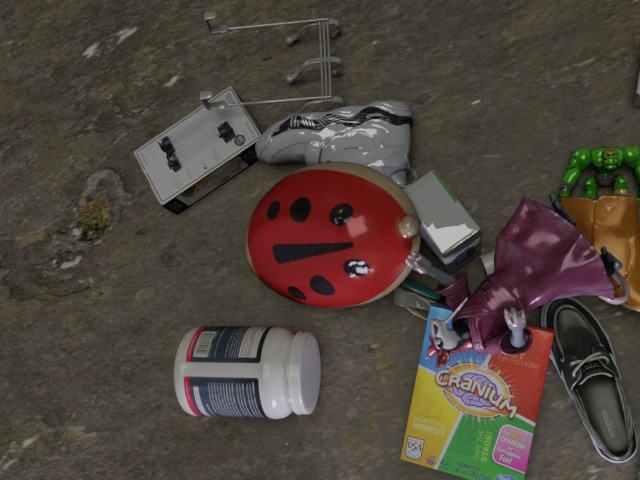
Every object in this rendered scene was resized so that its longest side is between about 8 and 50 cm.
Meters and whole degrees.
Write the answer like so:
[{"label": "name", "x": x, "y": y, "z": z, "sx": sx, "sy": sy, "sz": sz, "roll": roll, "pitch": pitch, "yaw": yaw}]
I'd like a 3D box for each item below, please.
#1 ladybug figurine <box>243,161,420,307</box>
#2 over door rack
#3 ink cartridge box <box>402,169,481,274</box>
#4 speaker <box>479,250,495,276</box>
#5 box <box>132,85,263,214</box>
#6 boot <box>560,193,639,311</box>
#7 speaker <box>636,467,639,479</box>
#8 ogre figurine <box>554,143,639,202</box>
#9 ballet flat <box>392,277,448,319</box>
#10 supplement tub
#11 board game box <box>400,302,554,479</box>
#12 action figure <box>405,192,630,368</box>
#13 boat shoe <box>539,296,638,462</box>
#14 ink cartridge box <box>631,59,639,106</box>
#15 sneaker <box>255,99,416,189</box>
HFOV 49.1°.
[{"label": "ladybug figurine", "x": 0.000, "y": 0.000, "z": 1.418, "sx": 0.449, "sy": 0.162, "sz": 0.305, "roll": -13, "pitch": 96, "yaw": 44}, {"label": "over door rack", "x": -0.112, "y": -0.404, "z": 1.637, "sx": 0.324, "sy": 0.108, "sz": 0.239, "roll": 0, "pitch": 68, "yaw": -6}, {"label": "ink cartridge box", "x": 0.247, "y": -0.031, "z": 1.429, "sx": 0.093, "sy": 0.212, "sz": 0.154, "roll": -35, "pitch": 70, "yaw": 1}, {"label": "speaker", "x": 0.402, "y": 0.035, "z": 1.455, "sx": 0.136, "sy": 0.055, "sz": 0.055, "roll": -21, "pitch": 73, "yaw": 10}, {"label": "box", "x": -0.281, "y": -0.213, "z": 1.677, "sx": 0.290, "sy": 0.087, "sz": 0.169, "roll": -34, "pitch": 71, "yaw": 5}, {"label": "boot", "x": 0.598, "y": 0.019, "z": 1.352, "sx": 0.295, "sy": 0.104, "sz": 0.211, "roll": 11, "pitch": 104, "yaw": 24}, {"label": "speaker", "x": 0.695, "y": 0.350, "z": 1.268, "sx": 0.131, "sy": 0.131, "sz": 0.296, "roll": 31, "pitch": 87, "yaw": 19}, {"label": "ogre figurine", "x": 0.581, "y": -0.135, "z": 1.432, "sx": 0.197, "sy": 0.097, "sz": 0.118, "roll": -1, "pitch": 95, "yaw": 30}, {"label": "ballet flat", "x": 0.252, "y": 0.142, "z": 1.473, "sx": 0.213, "sy": 0.072, "sz": 0.068, "roll": 20, "pitch": 110, "yaw": 19}, {"label": "supplement tub", "x": -0.151, "y": 0.275, "z": 1.473, "sx": 0.272, "sy": 0.191, "sz": 0.191, "roll": -1, "pitch": 77, "yaw": 15}, {"label": "board game box", "x": 0.305, "y": 0.303, "z": 1.377, "sx": 0.242, "sy": 0.064, "sz": 0.316, "roll": 11, "pitch": 93, "yaw": 17}, {"label": "action figure", "x": 0.335, "y": 0.098, "z": 1.286, "sx": 0.370, "sy": 0.276, "sz": 0.248, "roll": -45, "pitch": 49, "yaw": 10}, {"label": "boat shoe", "x": 0.522, "y": 0.254, "z": 1.338, "sx": 0.121, "sy": 0.119, "sz": 0.335, "roll": -24, "pitch": 72, "yaw": 9}, {"label": "ink cartridge box", "x": 0.728, "y": -0.361, "z": 1.451, "sx": 0.127, "sy": 0.072, "sz": 0.175, "roll": 12, "pitch": 81, "yaw": 17}, {"label": "sneaker", "x": 0.036, "y": -0.175, "z": 1.556, "sx": 0.366, "sy": 0.137, "sz": 0.210, "roll": -11, "pitch": 72, "yaw": 9}]
